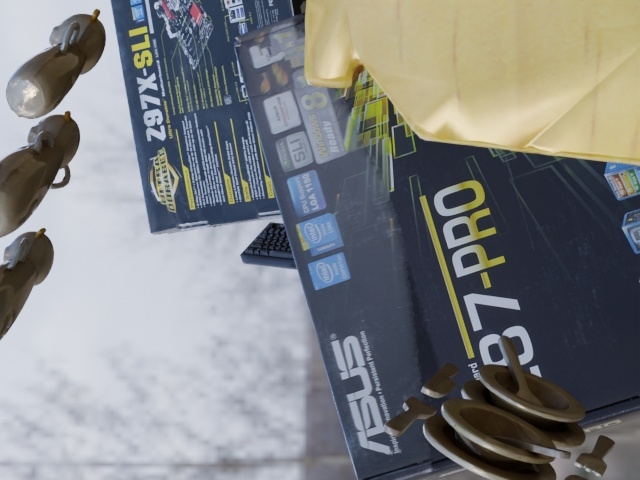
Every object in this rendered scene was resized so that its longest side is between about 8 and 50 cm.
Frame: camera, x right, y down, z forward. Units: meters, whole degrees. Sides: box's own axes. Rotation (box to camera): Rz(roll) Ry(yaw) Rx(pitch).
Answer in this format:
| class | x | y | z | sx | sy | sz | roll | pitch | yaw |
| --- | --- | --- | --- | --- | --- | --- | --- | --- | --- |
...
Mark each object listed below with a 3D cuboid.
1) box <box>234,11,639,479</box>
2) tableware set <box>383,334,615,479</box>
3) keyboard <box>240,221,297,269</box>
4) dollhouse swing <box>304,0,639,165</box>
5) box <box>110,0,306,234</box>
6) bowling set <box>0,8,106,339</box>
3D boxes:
| class | x | y | z | sx | sy | sz | roll | pitch | yaw |
| --- | --- | --- | --- | --- | --- | --- | --- | --- | --- |
| box | 0.134 | -0.027 | 1.538 | 0.097 | 0.318 | 0.395 | 32 | -138 | -72 |
| tableware set | 0.123 | 0.108 | 1.199 | 0.039 | 0.128 | 0.194 | -68 | -12 | 13 |
| keyboard | 0.000 | 0.000 | 2.273 | 0.108 | 0.180 | 0.023 | -43 | -53 | -41 |
| dollhouse swing | 0.200 | -0.231 | 1.065 | 0.305 | 0.346 | 0.315 | -49 | -36 | -67 |
| box | -0.083 | -0.176 | 1.819 | 0.079 | 0.257 | 0.322 | -12 | -87 | -43 |
| bowling set | -0.282 | -0.076 | 1.449 | 0.154 | 0.200 | 0.287 | -60 | -5 | -59 |
